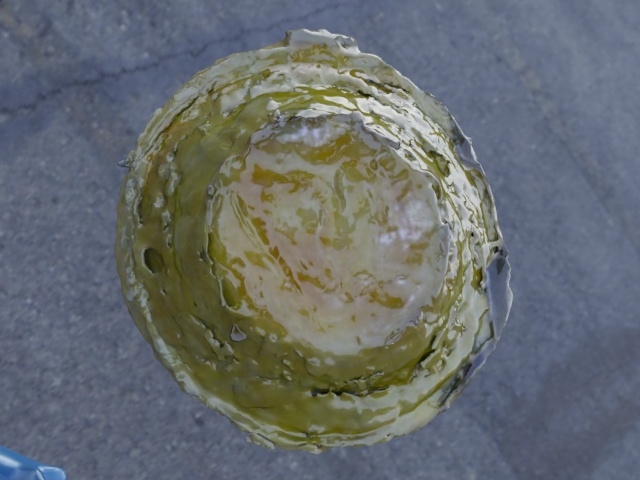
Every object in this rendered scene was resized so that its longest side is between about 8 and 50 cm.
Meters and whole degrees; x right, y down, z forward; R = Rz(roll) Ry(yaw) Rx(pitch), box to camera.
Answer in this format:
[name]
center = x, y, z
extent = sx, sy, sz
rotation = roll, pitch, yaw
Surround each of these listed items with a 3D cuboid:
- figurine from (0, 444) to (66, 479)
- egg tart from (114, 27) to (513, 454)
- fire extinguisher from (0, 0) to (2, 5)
[figurine]
center = -0.280, 0.142, 0.558
extent = 0.297, 0.416, 0.243
rotation = -21, 94, -21
[egg tart]
center = 0.000, 0.001, 0.930
extent = 0.341, 0.132, 0.342
rotation = 1, 84, -7
[fire extinguisher]
center = -0.194, -0.152, 0.591
extent = 0.095, 0.311, 0.114
rotation = 23, 5, -45
